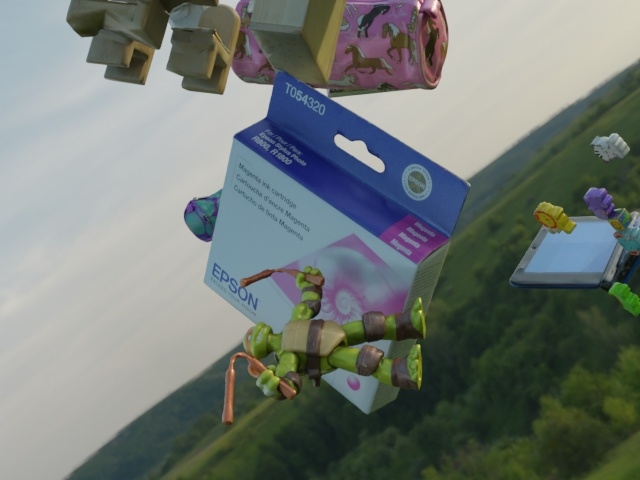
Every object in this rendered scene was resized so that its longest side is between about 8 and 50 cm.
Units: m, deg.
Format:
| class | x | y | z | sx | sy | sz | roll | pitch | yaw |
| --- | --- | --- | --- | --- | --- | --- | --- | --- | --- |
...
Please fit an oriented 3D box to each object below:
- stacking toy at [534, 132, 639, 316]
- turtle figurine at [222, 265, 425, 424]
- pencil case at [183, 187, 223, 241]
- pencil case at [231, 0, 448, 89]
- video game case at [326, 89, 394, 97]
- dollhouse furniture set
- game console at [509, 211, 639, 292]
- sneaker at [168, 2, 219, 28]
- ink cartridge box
| class | x | y | z | sx | sy | sz | roll | pitch | yaw |
| --- | --- | --- | --- | --- | --- | --- | --- | --- | --- |
| stacking toy | 0.429 | -0.025 | 1.362 | 0.167 | 0.221 | 0.052 | -49 | 15 | -18 |
| turtle figurine | 0.003 | 0.123 | 1.029 | 0.217 | 0.087 | 0.269 | 1 | 31 | 10 |
| pencil case | -0.131 | -0.062 | 1.414 | 0.151 | 0.070 | 0.064 | -36 | 22 | -31 |
| pencil case | 0.028 | -0.342 | 1.594 | 0.386 | 0.160 | 0.167 | 7 | -6 | 25 |
| video game case | 0.124 | -0.356 | 1.908 | 0.210 | 0.042 | 0.232 | -7 | -11 | -7 |
| dollhouse furniture set | -0.166 | -0.381 | 1.258 | 0.362 | 0.394 | 0.257 | 49 | -127 | -71 |
| game console | 0.478 | -0.040 | 1.595 | 0.293 | 0.173 | 0.250 | -44 | -22 | -54 |
| sneaker | -0.346 | -0.537 | 1.942 | 0.137 | 0.366 | 0.210 | -10 | 23 | 33 |
| ink cartridge box | 0.000 | 0.000 | 1.186 | 0.071 | 0.324 | 0.330 | -22 | -44 | -43 |
